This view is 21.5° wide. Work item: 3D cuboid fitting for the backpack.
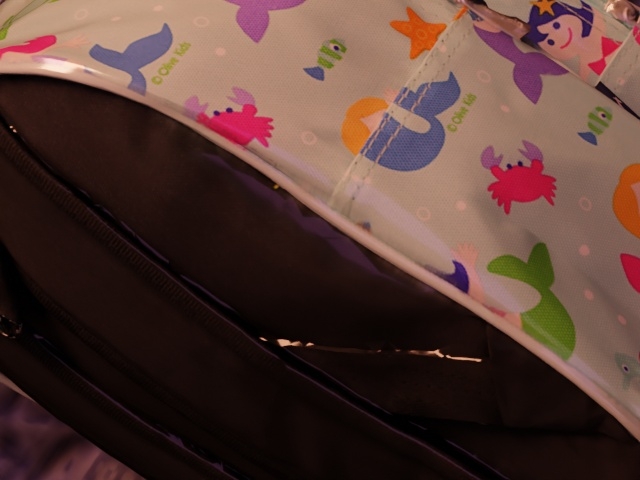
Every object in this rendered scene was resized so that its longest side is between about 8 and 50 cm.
[{"bbox_3d":[0.000,0.000,0.535,0.253,0.225,0.191,27,58,-3],"label":"backpack"}]
